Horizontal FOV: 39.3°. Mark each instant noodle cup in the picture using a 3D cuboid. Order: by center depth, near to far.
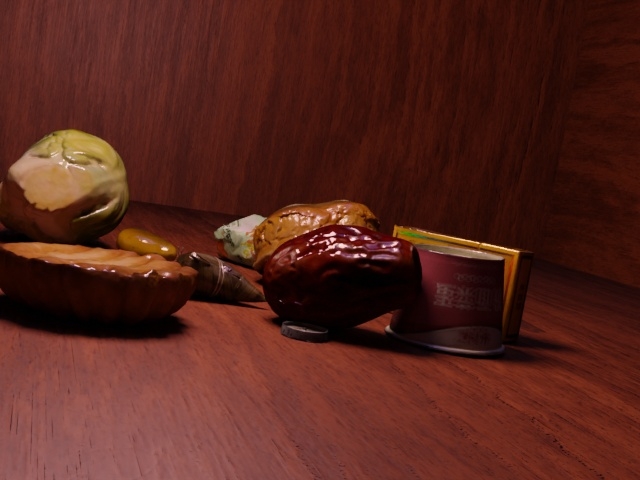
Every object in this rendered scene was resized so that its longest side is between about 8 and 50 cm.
[{"bbox_3d":[0.247,0.107,1.706,0.235,0.178,0.235,8,6,-1],"label":"instant noodle cup"}]

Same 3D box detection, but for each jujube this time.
[{"bbox_3d":[0.038,0.070,1.627,0.290,0.197,0.197,-7,0,17],"label":"jujube"}]

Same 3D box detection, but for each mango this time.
[{"bbox_3d":[-0.400,0.018,2.076,0.161,0.076,0.103,16,3,27],"label":"mango"}]

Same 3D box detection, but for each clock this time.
[{"bbox_3d":[-0.027,0.157,1.546,0.085,0.017,0.085,10,5,-1],"label":"clock"}]

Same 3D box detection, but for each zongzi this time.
[{"bbox_3d":[-0.206,0.080,1.804,0.184,0.084,0.187,23,-3,-15],"label":"zongzi"}]

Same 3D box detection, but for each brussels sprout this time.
[{"bbox_3d":[-0.603,-0.109,2.133,0.268,0.344,0.344,45,5,-2],"label":"brussels sprout"}]

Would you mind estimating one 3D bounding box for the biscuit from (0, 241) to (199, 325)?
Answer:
[{"bbox_3d":[-0.365,0.066,1.445,0.326,0.107,0.326,11,2,0],"label":"biscuit"}]

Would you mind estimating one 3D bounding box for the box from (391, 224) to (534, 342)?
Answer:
[{"bbox_3d":[0.286,0.088,1.909,0.301,0.193,0.084,13,7,35],"label":"box"}]

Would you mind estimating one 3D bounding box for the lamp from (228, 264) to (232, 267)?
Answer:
[{"bbox_3d":[-0.250,0.062,2.138,0.083,0.031,0.063,13,6,-4],"label":"lamp"}]

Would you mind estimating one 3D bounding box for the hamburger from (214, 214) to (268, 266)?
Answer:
[{"bbox_3d":[-0.143,0.012,2.380,0.214,0.125,0.235,20,14,35],"label":"hamburger"}]

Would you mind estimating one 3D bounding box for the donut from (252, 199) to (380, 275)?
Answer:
[{"bbox_3d":[0.000,0.000,2.111,0.330,0.160,0.330,-4,-12,-1],"label":"donut"}]
